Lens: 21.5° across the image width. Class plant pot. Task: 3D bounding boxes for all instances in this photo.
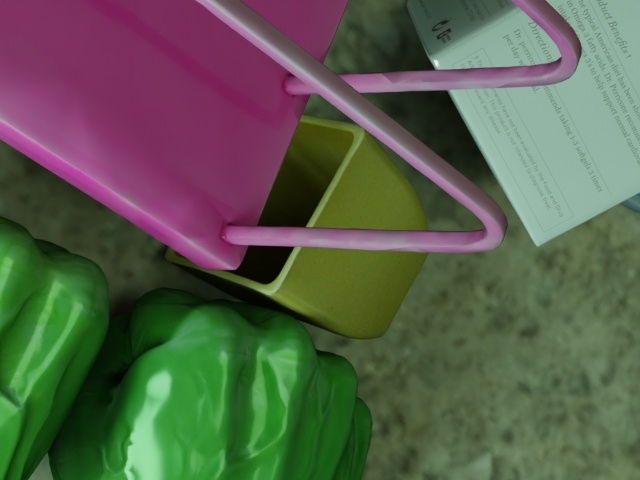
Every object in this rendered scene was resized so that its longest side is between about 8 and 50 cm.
[{"bbox_3d":[0.000,0.000,0.741,0.083,0.081,0.081,38,76,-38],"label":"plant pot"}]

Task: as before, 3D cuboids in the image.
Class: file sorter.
[{"bbox_3d":[0.001,-0.160,0.582,0.202,0.182,0.290,35,68,-38],"label":"file sorter"}]

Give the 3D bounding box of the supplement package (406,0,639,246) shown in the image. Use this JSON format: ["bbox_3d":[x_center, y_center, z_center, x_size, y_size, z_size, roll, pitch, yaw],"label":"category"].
[{"bbox_3d":[0.144,-0.097,0.757,0.179,0.105,0.105,-28,110,7],"label":"supplement package"}]

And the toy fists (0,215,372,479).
[{"bbox_3d":[-0.100,0.072,0.681,0.279,0.096,0.142,21,94,-31],"label":"toy fists"}]

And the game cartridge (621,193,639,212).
[{"bbox_3d":[0.168,-0.044,0.869,0.083,0.017,0.056,27,85,-29],"label":"game cartridge"}]
